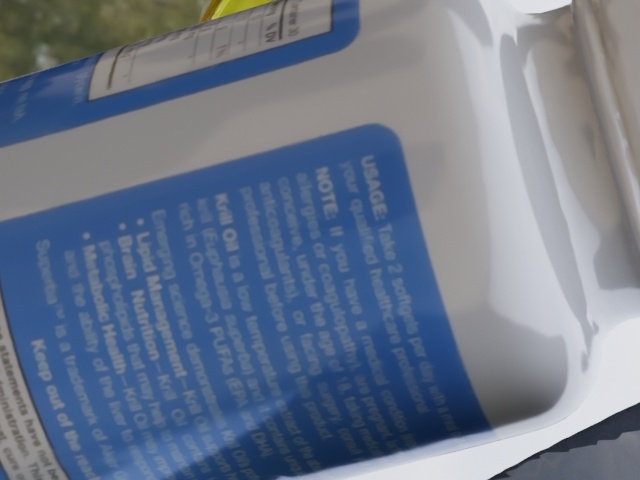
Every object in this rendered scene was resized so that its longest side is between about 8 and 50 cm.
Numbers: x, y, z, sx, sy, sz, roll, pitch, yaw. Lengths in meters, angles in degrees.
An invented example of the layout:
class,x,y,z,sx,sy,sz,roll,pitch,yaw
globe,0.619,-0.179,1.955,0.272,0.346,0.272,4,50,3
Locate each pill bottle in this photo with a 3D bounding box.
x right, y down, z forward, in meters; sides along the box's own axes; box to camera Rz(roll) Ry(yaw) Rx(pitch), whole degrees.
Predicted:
class,x,y,z,sx,sy,sz,roll,pitch,yaw
pill bottle,0.000,0.000,0.508,0.124,0.222,0.124,-14,90,-79

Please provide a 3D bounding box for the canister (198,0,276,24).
class,x,y,z,sx,sy,sz,roll,pitch,yaw
canister,0.010,-0.061,0.753,0.073,0.126,0.170,-60,-171,10

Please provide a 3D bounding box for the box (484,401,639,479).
class,x,y,z,sx,sy,sz,roll,pitch,yaw
box,0.060,0.163,0.476,0.153,0.108,0.207,49,-42,25
